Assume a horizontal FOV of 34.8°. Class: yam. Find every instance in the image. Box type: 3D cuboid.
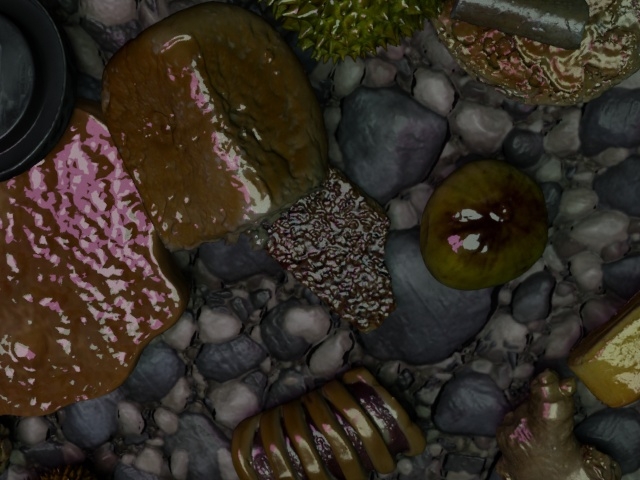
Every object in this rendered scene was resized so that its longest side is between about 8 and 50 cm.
[{"bbox_3d":[0.198,-0.229,1.015,0.132,0.054,0.054,15,109,4],"label":"yam"}]

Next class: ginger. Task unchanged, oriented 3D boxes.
[{"bbox_3d":[0.271,0.253,1.213,0.137,0.074,0.213,-23,113,18],"label":"ginger"}]

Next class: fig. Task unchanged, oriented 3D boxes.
[{"bbox_3d":[0.174,-0.013,1.104,0.153,0.121,0.136,-41,97,15],"label":"fig"}]

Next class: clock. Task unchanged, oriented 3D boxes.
[{"bbox_3d":[-0.367,-0.167,1.083,0.226,0.049,0.226,-1,86,10],"label":"clock"}]

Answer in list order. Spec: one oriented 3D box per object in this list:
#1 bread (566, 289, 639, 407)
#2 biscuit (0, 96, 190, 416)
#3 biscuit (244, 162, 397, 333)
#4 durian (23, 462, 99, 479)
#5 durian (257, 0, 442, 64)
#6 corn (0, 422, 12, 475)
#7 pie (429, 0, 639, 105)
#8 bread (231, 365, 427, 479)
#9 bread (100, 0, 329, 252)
[{"bbox_3d":[0.389,0.088,1.140,0.094,0.102,0.245,44,104,-4],"label":"bread"},{"bbox_3d":[-0.347,0.021,1.172,0.385,0.062,0.365,-21,100,10],"label":"biscuit"},{"bbox_3d":[0.011,-0.005,1.167,0.237,0.026,0.131,41,108,-9],"label":"biscuit"},{"bbox_3d":[-0.323,0.349,1.242,0.137,0.168,0.158,34,92,-20],"label":"durian"},{"bbox_3d":[0.024,-0.286,0.993,0.200,0.176,0.237,1,126,44],"label":"durian"},{"bbox_3d":[-0.524,0.261,1.251,0.293,0.106,0.106,-2,108,7],"label":"corn"},{"bbox_3d":[0.241,-0.272,1.050,0.274,0.055,0.274,3,108,8],"label":"pie"},{"bbox_3d":[0.006,0.244,1.222,0.225,0.081,0.134,-25,104,12],"label":"bread"},{"bbox_3d":[-0.097,-0.109,1.053,0.195,0.176,0.246,-19,97,48],"label":"bread"}]
